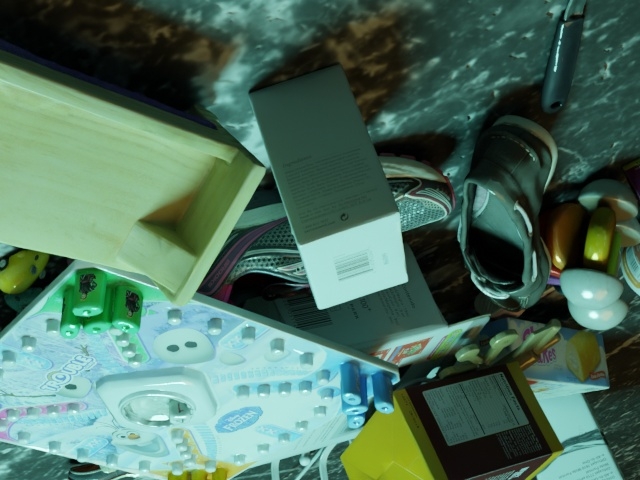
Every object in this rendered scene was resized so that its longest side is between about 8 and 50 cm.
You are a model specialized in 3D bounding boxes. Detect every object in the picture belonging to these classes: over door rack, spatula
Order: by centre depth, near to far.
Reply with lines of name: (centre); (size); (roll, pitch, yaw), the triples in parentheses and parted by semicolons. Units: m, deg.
spatula: (0.240, -0.215, 0.949); (0.084, 0.030, 0.296); (-17, 150, -11)
over door rack: (-0.114, 0.424, 1.728); (0.239, 0.108, 0.324); (10, 139, -41)

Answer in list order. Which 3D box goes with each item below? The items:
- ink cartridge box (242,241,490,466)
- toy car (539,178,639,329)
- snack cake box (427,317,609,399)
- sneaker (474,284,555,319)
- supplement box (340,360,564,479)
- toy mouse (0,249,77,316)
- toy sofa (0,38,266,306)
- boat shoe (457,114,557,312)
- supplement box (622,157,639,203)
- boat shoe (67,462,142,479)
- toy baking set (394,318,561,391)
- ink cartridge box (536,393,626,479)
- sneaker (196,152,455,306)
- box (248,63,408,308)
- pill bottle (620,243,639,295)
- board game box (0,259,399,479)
ink cartridge box: (0.026, 0.146, 1.319); (0.272, 0.130, 0.309); (-10, 150, -27)
toy car: (0.321, 0.016, 1.300); (0.136, 0.159, 0.182); (8, 160, 24)
snack cake box: (0.295, 0.184, 1.550); (0.152, 0.089, 0.264); (-18, 160, 40)
sneaker: (0.280, 0.069, 1.436); (0.134, 0.051, 0.070); (-29, 156, 14)
supplement box: (0.161, 0.270, 1.313); (0.194, 0.129, 0.191); (-9, 149, -28)
toy mouse: (-0.271, 0.050, 1.080); (0.161, 0.031, 0.143); (-25, 150, 8)
toy sofa: (-0.237, -0.078, 0.801); (0.362, 0.177, 0.150); (16, 110, -47)
boat shoe: (0.198, -0.003, 1.177); (0.095, 0.112, 0.335); (-50, 153, -25)
supplement box: (0.408, -0.057, 1.265); (0.043, 0.083, 0.055); (-27, 151, 13)
boat shoe: (-0.300, 0.325, 1.515); (0.137, 0.049, 0.043); (-6, 106, -19)
toy baking set: (0.190, 0.168, 1.335); (0.196, 0.030, 0.256); (8, 138, -47)
ink cartridge box: (0.414, 0.357, 1.734); (0.129, 0.307, 0.223); (-24, 150, 6)
sneaker: (0.000, 0.000, 1.082); (0.299, 0.112, 0.121); (-17, 151, -7)
box: (0.008, -0.048, 0.945); (0.091, 0.170, 0.130); (-18, 151, -1)
pill bottle: (0.485, -0.014, 1.346); (0.121, 0.121, 0.216); (-10, 150, -17)
board game box: (-0.178, 0.185, 1.134); (0.390, 0.050, 0.390); (23, 138, -32)
